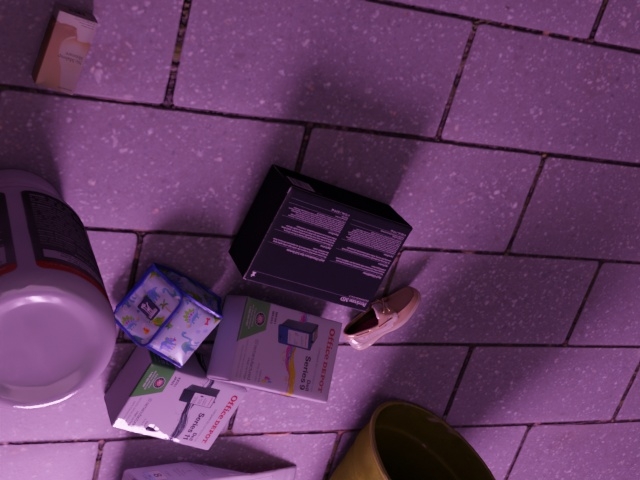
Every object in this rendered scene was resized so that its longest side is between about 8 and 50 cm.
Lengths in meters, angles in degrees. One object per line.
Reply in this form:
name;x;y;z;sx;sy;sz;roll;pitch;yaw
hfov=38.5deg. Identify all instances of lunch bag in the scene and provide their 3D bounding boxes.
lunch bag;-0.262;0.123;1.569;0.151;0.096;0.129;36;103;-21

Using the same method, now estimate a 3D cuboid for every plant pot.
plant pot;0.136;0.583;1.890;0.366;0.366;0.353;25;119;-33

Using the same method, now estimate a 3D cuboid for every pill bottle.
pill bottle;-0.418;0.050;1.281;0.210;0.363;0.210;-11;122;-18

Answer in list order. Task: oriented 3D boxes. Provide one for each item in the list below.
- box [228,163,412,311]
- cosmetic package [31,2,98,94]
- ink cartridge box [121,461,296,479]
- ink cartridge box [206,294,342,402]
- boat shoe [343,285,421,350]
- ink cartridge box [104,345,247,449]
box;0.000;0.000;1.599;0.261;0.103;0.184;18;108;-32
cosmetic package;-0.366;-0.273;1.309;0.060;0.041;0.115;12;113;-30
ink cartridge box;-0.244;0.596;1.841;0.385;0.091;0.308;4;103;-44
ink cartridge box;-0.079;0.198;1.653;0.212;0.093;0.154;20;76;-33
boat shoe;0.117;0.144;1.761;0.170;0.063;0.059;-41;133;4
ink cartridge box;-0.261;0.280;1.663;0.208;0.087;0.153;23;109;-34
